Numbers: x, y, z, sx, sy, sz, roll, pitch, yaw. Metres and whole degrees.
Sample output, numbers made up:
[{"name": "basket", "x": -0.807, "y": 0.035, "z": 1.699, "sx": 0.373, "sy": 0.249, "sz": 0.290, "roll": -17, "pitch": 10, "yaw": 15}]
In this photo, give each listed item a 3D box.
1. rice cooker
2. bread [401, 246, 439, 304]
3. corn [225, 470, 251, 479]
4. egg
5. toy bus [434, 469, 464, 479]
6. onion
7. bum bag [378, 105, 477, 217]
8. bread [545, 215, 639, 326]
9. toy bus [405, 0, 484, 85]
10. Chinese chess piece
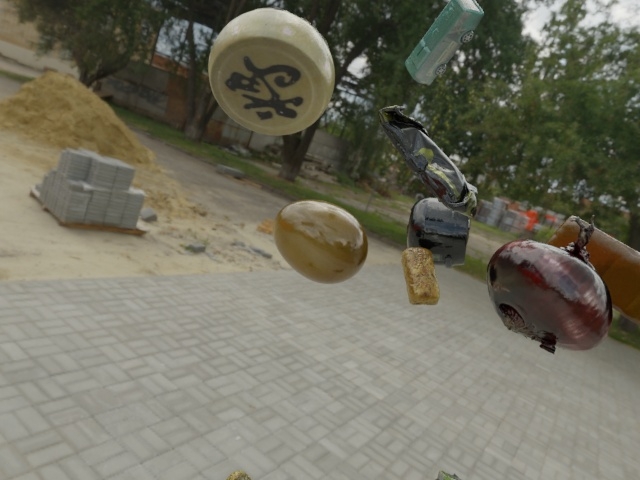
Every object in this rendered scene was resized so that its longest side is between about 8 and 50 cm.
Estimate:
[{"name": "rice cooker", "x": 0.442, "y": -0.028, "z": 1.837, "sx": 0.225, "sy": 0.267, "sz": 0.267, "roll": 4, "pitch": 6, "yaw": 16}, {"name": "bread", "x": 0.340, "y": 0.121, "z": 1.665, "sx": 0.114, "sy": 0.083, "sz": 0.211, "roll": 2, "pitch": 56, "yaw": -11}, {"name": "corn", "x": -0.272, "y": 0.752, "z": 1.333, "sx": 0.106, "sy": 0.293, "sz": 0.106, "roll": 32, "pitch": 13, "yaw": -9}, {"name": "egg", "x": 0.000, "y": 0.000, "z": 1.540, "sx": 0.322, "sy": 0.250, "sz": 0.250, "roll": 32, "pitch": 6, "yaw": -20}, {"name": "toy bus", "x": 0.373, "y": 0.849, "z": 1.431, "sx": 0.139, "sy": 0.301, "sz": 0.113, "roll": 15, "pitch": -13, "yaw": 8}, {"name": "onion", "x": 0.498, "y": 0.090, "z": 1.032, "sx": 0.273, "sy": 0.285, "sz": 0.273, "roll": 40, "pitch": 0, "yaw": 0}, {"name": "bum bag", "x": 0.184, "y": -0.131, "z": 0.818, "sx": 0.232, "sy": 0.060, "sz": 0.107, "roll": 55, "pitch": 33, "yaw": 11}, {"name": "bread", "x": 0.693, "y": 0.082, "z": 1.129, "sx": 0.077, "sy": 0.138, "sz": 0.361, "roll": 13, "pitch": 23, "yaw": -41}, {"name": "toy bus", "x": 0.351, "y": -0.573, "z": 1.412, "sx": 0.109, "sy": 0.261, "sz": 0.091, "roll": -3, "pitch": 58, "yaw": -34}, {"name": "Chinese chess piece", "x": -0.098, "y": -0.335, "z": 0.997, "sx": 0.257, "sy": 0.257, "sz": 0.104, "roll": 17, "pitch": 52, "yaw": -13}]
